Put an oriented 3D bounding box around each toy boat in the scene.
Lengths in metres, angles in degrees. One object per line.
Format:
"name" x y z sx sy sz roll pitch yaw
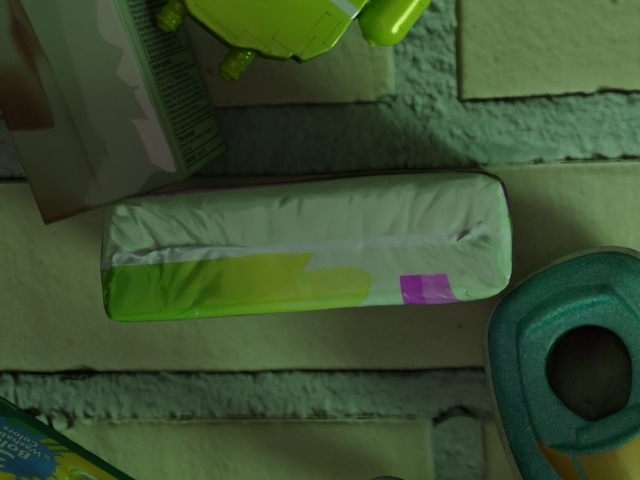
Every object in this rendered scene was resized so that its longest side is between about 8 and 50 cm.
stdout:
"toy boat" 0.174 0.166 1.183 0.318 0.148 0.268 -30 70 14

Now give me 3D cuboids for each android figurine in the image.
"android figurine" -0.017 -0.252 1.166 0.248 0.056 0.273 36 90 -6

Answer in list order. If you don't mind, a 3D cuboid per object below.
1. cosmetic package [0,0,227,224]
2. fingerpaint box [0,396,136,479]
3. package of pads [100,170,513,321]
"cosmetic package" -0.194 -0.179 1.195 0.129 0.153 0.296 -17 98 15
"fingerpaint box" -0.183 0.342 1.199 0.444 0.371 0.163 32 106 2
"package of pads" 0.000 0.000 1.165 0.296 0.229 0.101 -3 92 8
